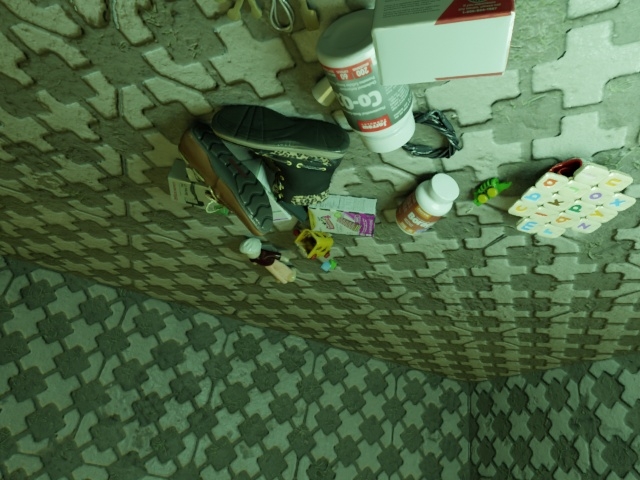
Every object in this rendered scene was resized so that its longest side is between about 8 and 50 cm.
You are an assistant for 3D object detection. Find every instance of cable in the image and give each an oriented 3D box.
[{"bbox_3d":[0.287,-0.269,1.114,0.151,0.047,0.184,-15,143,38],"label":"cable"}]

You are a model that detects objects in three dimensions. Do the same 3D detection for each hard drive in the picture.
[{"bbox_3d":[-0.090,-0.135,1.430,0.022,0.094,0.135,-14,142,36],"label":"hard drive"}]

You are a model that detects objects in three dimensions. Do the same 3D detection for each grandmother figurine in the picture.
[{"bbox_3d":[-0.238,0.092,1.884,0.208,0.104,0.342,-16,145,25],"label":"grandmother figurine"}]

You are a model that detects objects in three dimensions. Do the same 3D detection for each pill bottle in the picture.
[{"bbox_3d":[0.332,-0.112,1.301,0.121,0.121,0.216,17,150,-11],"label":"pill bottle"},{"bbox_3d":[0.115,-0.339,0.929,0.161,0.161,0.283,-4,148,25],"label":"pill bottle"}]

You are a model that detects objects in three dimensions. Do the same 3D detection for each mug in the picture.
[{"bbox_3d":[0.025,-0.376,1.017,0.062,0.078,0.064,51,132,-3],"label":"mug"}]

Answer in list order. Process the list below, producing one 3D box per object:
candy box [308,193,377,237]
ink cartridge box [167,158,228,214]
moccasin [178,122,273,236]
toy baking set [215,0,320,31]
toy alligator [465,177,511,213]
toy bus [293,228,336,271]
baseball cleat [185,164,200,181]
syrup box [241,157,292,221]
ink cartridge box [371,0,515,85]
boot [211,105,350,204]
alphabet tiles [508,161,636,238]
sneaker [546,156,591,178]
[{"bbox_3d":[0.079,-0.089,1.479,0.234,0.071,0.159,7,151,8],"label":"candy box"},{"bbox_3d":[-0.416,-0.184,1.460,0.209,0.086,0.153,15,150,-5],"label":"ink cartridge box"},{"bbox_3d":[-0.288,-0.164,1.249,0.380,0.139,0.147,47,129,-7],"label":"moccasin"},{"bbox_3d":[-0.115,-0.518,0.832,0.256,0.030,0.196,13,154,-4],"label":"toy baking set"},{"bbox_3d":[0.496,-0.143,1.269,0.051,0.056,0.190,56,148,6],"label":"toy alligator"},{"bbox_3d":[-0.003,0.004,1.631,0.191,0.202,0.104,30,114,-21],"label":"toy bus"},{"bbox_3d":[-0.358,-0.206,1.365,0.109,0.072,0.206,-35,103,22],"label":"baseball cleat"},{"bbox_3d":[-0.185,-0.164,1.410,0.096,0.093,0.237,-5,147,25],"label":"syrup box"},{"bbox_3d":[0.199,-0.400,0.683,0.197,0.272,0.114,1,153,17],"label":"ink cartridge box"},{"bbox_3d":[-0.121,-0.238,1.227,0.378,0.138,0.284,7,151,-4],"label":"boot"},{"bbox_3d":[0.678,-0.099,1.134,0.278,0.021,0.284,12,146,-10],"label":"alphabet tiles"},{"bbox_3d":[0.663,-0.134,1.186,0.145,0.090,0.270,24,145,-20],"label":"sneaker"}]
